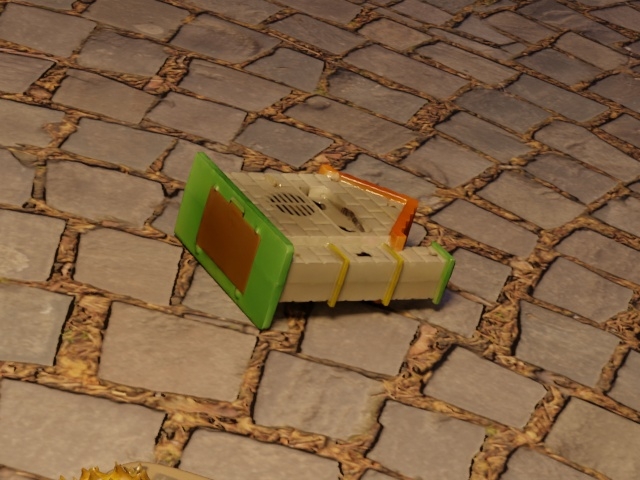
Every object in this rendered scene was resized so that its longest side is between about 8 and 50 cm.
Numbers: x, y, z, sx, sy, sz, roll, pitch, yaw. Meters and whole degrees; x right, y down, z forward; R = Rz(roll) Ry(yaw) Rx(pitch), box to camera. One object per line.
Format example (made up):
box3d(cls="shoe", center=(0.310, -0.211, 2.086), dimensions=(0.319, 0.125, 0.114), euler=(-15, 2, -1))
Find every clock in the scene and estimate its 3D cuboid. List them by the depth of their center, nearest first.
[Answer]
box3d(cls="clock", center=(0.000, 0.000, 1.978), dimensions=(0.255, 0.106, 0.220), euler=(1, 29, -34))

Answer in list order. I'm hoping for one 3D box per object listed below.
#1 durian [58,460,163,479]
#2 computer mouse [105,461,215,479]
box3d(cls="durian", center=(-0.121, 0.266, 1.254), dimensions=(0.138, 0.183, 0.249), euler=(-30, 73, -10))
box3d(cls="computer mouse", center=(-0.092, 0.260, 1.418), dimensions=(0.236, 0.082, 0.145), euler=(16, 26, 9))
